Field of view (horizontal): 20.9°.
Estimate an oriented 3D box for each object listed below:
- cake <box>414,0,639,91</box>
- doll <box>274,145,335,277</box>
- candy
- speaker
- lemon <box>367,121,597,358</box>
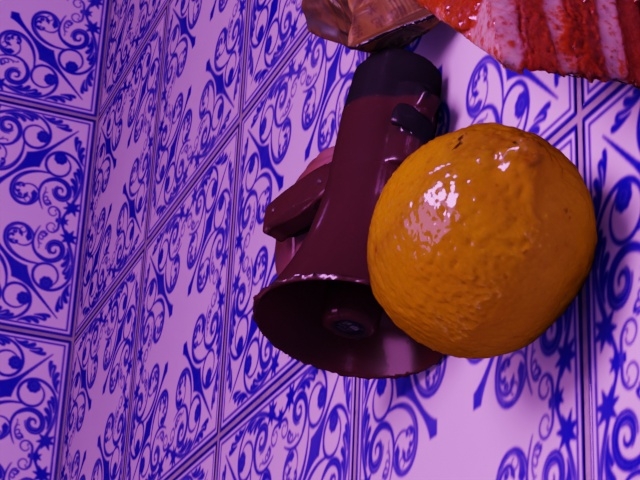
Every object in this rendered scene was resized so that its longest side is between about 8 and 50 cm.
[{"bbox_3d":[0.174,-0.194,1.518,0.159,0.158,0.262,117,155,-49],"label":"cake"},{"bbox_3d":[0.000,0.000,2.002,0.211,0.093,0.262,176,105,-67],"label":"doll"},{"bbox_3d":[0.064,-0.258,1.933,0.101,0.143,0.271,62,171,-21],"label":"candy"},{"bbox_3d":[0.045,-0.013,1.816,0.259,0.198,0.329,109,174,-52],"label":"speaker"},{"bbox_3d":[0.134,0.001,1.468,0.257,0.188,0.188,119,155,-51],"label":"lemon"}]
